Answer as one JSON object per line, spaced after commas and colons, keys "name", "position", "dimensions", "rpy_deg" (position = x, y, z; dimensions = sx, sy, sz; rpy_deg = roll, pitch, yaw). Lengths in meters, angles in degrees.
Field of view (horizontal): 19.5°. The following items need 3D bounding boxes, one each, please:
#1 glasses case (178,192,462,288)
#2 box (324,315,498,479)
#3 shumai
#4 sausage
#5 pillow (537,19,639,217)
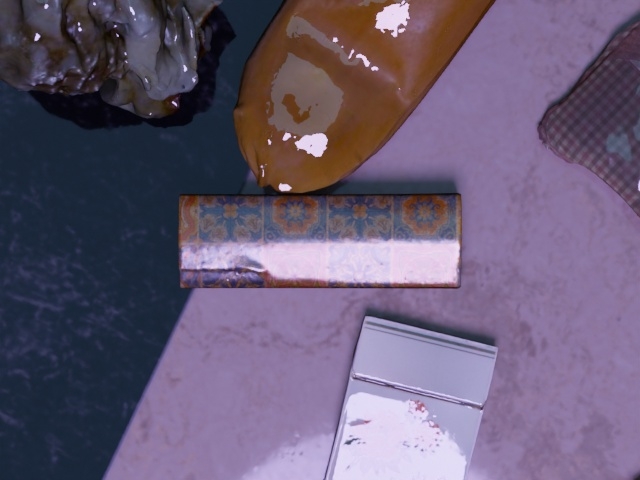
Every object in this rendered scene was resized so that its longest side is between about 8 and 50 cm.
{"name": "glasses case", "position": [0.000, 0.000, 1.449], "dimensions": [0.218, 0.049, 0.075], "rpy_deg": [0, 89, 1]}
{"name": "box", "position": [0.063, 0.166, 1.456], "dimensions": [0.109, 0.029, 0.198], "rpy_deg": [14, 90, 0]}
{"name": "shumai", "position": [-0.165, -0.200, 1.381], "dimensions": [0.218, 0.256, 0.189], "rpy_deg": [23, 114, -28]}
{"name": "sausage", "position": [0.056, -0.186, 1.422], "dimensions": [0.134, 0.116, 0.354], "rpy_deg": [39, 92, -13]}
{"name": "pillow", "position": [0.282, -0.065, 1.436], "dimensions": [0.211, 0.034, 0.135], "rpy_deg": [44, 93, 14]}
